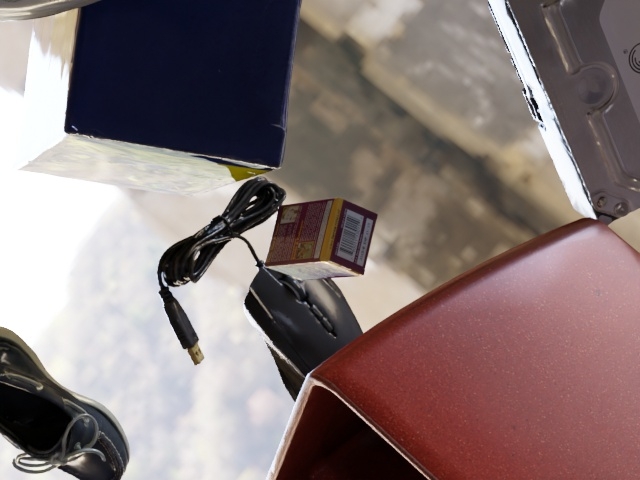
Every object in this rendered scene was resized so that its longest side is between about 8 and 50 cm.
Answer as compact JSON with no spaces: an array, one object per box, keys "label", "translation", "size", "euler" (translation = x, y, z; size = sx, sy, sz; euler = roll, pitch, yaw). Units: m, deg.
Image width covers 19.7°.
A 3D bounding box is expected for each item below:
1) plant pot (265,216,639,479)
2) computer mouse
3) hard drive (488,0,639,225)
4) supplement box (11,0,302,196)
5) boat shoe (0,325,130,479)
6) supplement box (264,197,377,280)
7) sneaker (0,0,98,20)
[{"label":"plant pot","translation":[0.146,0.146,1.198],"size":[0.236,0.267,0.267],"euler":[-44,-12,-26]},{"label":"computer mouse","translation":[-0.043,0.084,1.765],"size":[0.184,0.262,0.060],"euler":[-36,18,-34]},{"label":"hard drive","translation":[0.316,-0.191,1.477],"size":[0.339,0.236,0.064],"euler":[-28,22,-7]},{"label":"supplement box","translation":[-0.159,-0.158,1.724],"size":[0.356,0.195,0.194],"euler":[172,107,-73]},{"label":"boat shoe","translation":[-0.271,0.182,1.836],"size":[0.095,0.254,0.079],"euler":[-24,43,10]},{"label":"supplement box","translation":[0.000,0.000,1.475],"size":[0.083,0.043,0.055],"euler":[-5,68,52]},{"label":"sneaker","translation":[-0.094,-0.292,1.383],"size":[0.448,0.169,0.257],"euler":[-25,15,-7]}]
